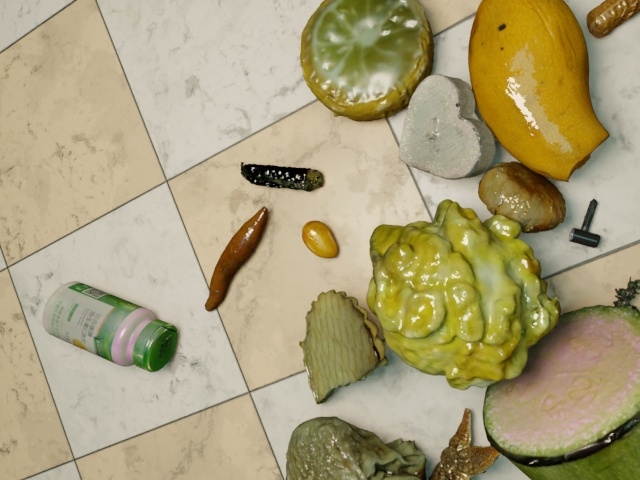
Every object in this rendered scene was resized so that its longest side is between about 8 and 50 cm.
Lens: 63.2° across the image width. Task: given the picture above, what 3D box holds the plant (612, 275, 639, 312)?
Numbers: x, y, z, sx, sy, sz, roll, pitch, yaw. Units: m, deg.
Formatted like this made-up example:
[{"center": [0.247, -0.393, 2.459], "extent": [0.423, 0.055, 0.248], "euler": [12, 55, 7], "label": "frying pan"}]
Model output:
[{"center": [0.518, 0.111, 0.884], "extent": [0.051, 0.051, 0.102], "euler": [8, 88, 17], "label": "plant"}]

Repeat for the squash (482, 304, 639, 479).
[{"center": [0.471, 0.310, 0.815], "extent": [0.310, 0.310, 0.309], "euler": [-42, 101, 13], "label": "squash"}]

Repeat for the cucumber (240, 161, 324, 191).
[{"center": [-0.083, -0.132, 1.062], "extent": [0.181, 0.053, 0.053], "euler": [11, 93, 19], "label": "cucumber"}]

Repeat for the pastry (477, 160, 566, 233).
[{"center": [0.346, -0.075, 0.889], "extent": [0.153, 0.153, 0.081], "euler": [36, 120, 13], "label": "pastry"}]

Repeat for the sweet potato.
[{"center": [-0.183, 0.038, 1.093], "extent": [0.057, 0.057, 0.265], "euler": [38, 105, 13], "label": "sweet potato"}]

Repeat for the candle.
[{"center": [0.212, -0.185, 0.924], "extent": [0.168, 0.068, 0.192], "euler": [-30, 75, 47], "label": "candle"}]

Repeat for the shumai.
[{"center": [0.064, 0.453, 0.983], "extent": [0.260, 0.222, 0.225], "euler": [0, 77, 53], "label": "shumai"}]

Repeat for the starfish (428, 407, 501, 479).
[{"center": [0.250, 0.430, 0.931], "extent": [0.050, 0.138, 0.247], "euler": [17, 100, -13], "label": "starfish"}]

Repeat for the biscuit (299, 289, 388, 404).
[{"center": [0.029, 0.186, 0.971], "extent": [0.273, 0.036, 0.187], "euler": [-47, 56, 53], "label": "biscuit"}]

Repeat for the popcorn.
[{"center": [0.214, 0.077, 0.863], "extent": [0.312, 0.312, 0.312], "euler": [0, 91, 17], "label": "popcorn"}]

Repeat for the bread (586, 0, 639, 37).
[{"center": [0.526, -0.406, 0.879], "extent": [0.157, 0.044, 0.052], "euler": [-34, 87, 15], "label": "bread"}]

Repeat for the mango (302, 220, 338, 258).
[{"center": [0.000, 0.000, 1.040], "extent": [0.089, 0.046, 0.060], "euler": [45, 102, 7], "label": "mango"}]

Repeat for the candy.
[{"center": [0.086, -0.355, 0.981], "extent": [0.259, 0.118, 0.260], "euler": [-2, 85, 18], "label": "candy"}]

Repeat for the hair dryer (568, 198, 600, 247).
[{"center": [0.471, -0.032, 0.913], "extent": [0.047, 0.026, 0.083], "euler": [17, 88, 14], "label": "hair dryer"}]

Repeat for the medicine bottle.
[{"center": [-0.453, 0.190, 1.134], "extent": [0.274, 0.133, 0.133], "euler": [17, 95, 15], "label": "medicine bottle"}]

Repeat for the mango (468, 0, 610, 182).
[{"center": [0.354, -0.267, 0.877], "extent": [0.187, 0.144, 0.359], "euler": [-14, 83, 23], "label": "mango"}]
